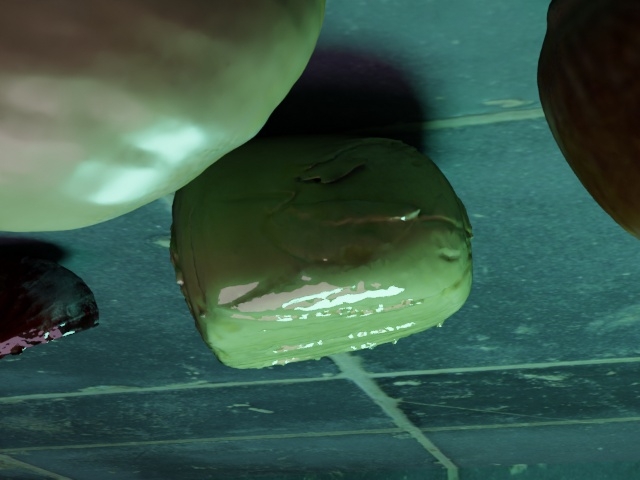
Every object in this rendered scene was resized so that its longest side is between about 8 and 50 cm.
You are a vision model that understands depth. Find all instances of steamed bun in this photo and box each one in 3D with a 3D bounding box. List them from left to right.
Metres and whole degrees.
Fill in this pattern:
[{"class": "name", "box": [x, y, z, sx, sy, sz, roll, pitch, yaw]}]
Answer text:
[{"class": "steamed bun", "box": [0.000, 0.000, 0.999, 0.232, 0.166, 0.273, -13, 165, 0]}]

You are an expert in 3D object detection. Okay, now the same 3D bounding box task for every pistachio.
[{"class": "pistachio", "box": [-0.151, -0.116, 0.620, 0.308, 0.230, 0.230, 9, 159, -15]}]

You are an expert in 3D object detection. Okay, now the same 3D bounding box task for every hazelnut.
[{"class": "hazelnut", "box": [0.226, -0.093, 0.730, 0.214, 0.176, 0.214, 8, 127, 10]}]

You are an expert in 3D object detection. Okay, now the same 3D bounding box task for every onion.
[{"class": "onion", "box": [-0.324, 0.069, 1.267, 0.205, 0.098, 0.151, -16, -179, 23]}]
